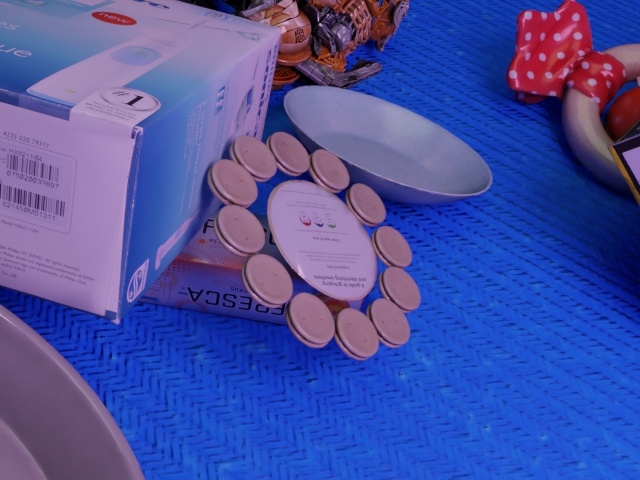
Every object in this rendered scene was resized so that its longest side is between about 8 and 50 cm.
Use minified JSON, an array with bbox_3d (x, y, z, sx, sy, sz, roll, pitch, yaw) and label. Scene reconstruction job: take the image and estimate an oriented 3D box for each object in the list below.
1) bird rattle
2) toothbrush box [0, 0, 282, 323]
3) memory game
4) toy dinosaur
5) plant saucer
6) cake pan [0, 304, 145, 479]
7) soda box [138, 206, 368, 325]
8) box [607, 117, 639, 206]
[{"bbox_3d":[0.312,-0.143,0.870,0.254,0.143,0.206,2,63,-7],"label":"bird rattle"},{"bbox_3d":[-0.172,-0.090,0.615,0.216,0.126,0.295,16,25,7],"label":"toothbrush box"},{"bbox_3d":[0.000,0.000,0.621,0.186,0.012,0.186,29,41,-28],"label":"memory game"},{"bbox_3d":[-0.055,-0.224,0.850,0.218,0.164,0.322,54,34,13],"label":"toy dinosaur"},{"bbox_3d":[0.054,-0.076,0.777,0.195,0.037,0.195,19,26,-10],"label":"plant saucer"},{"bbox_3d":[-0.201,0.112,0.392,0.293,0.054,0.293,40,17,-15],"label":"cake pan"},{"bbox_3d":[-0.058,0.019,0.671,0.183,0.058,0.063,10,45,-5],"label":"soda box"},{"bbox_3d":[0.394,-0.045,0.733,0.322,0.079,0.257,-38,98,-37],"label":"box"}]
